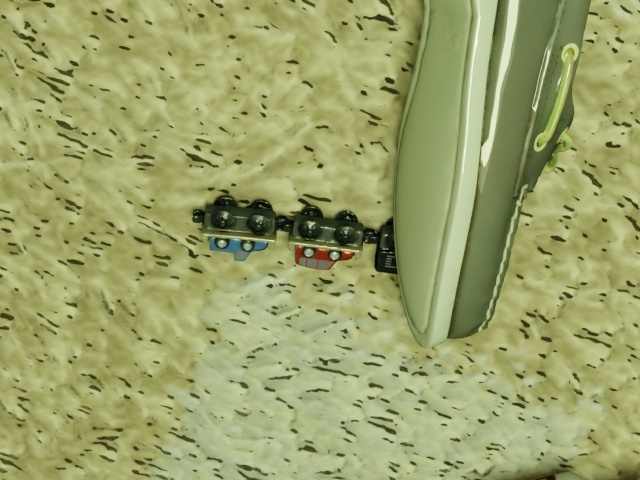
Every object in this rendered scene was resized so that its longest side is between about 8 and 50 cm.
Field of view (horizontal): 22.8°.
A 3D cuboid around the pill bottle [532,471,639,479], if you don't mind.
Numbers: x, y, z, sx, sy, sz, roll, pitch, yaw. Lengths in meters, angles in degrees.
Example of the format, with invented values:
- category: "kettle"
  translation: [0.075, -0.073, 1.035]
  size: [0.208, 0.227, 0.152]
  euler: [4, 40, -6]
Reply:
- category: "pill bottle"
  translation: [0.116, 0.216, 0.994]
  size: [0.215, 0.117, 0.117]
  euler: [-17, 109, 6]

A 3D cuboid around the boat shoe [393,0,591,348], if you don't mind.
- category: "boat shoe"
  translation: [0.101, -0.084, 0.887]
  size: [0.091, 0.109, 0.305]
  euler: [0, 107, -18]

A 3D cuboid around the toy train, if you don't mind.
- category: "toy train"
  translation: [0.000, 0.000, 0.967]
  size: [0.158, 0.027, 0.036]
  euler: [7, 120, -3]
